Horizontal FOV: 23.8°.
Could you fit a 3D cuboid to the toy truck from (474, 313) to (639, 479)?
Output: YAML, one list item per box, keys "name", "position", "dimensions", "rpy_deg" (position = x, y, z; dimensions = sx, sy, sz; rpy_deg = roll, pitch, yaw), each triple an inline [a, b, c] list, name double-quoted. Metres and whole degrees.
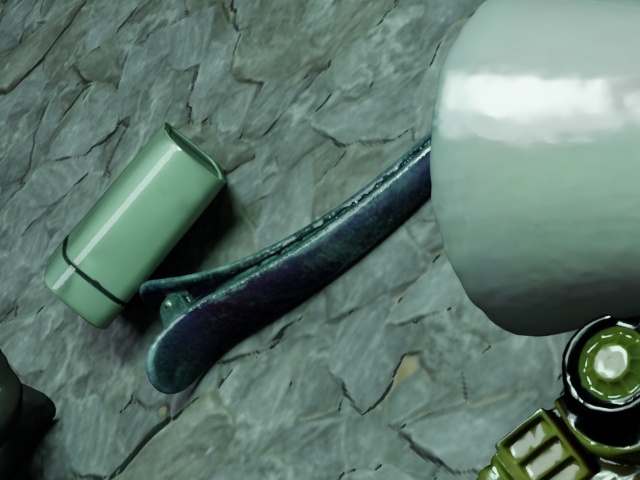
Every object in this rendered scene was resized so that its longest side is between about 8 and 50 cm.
- name: "toy truck"
  position: [0.095, 0.146, 0.654]
  dimensions: [0.257, 0.127, 0.127]
  rpy_deg: [-44, 52, 12]

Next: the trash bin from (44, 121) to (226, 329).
- name: "trash bin"
  position: [-0.128, -0.012, 1.050]
  dimensions: [0.130, 0.059, 0.116]
  rpy_deg: [-49, 13, 4]

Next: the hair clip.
- name: "hair clip"
  position: [0.000, 0.000, 0.946]
  dimensions: [0.275, 0.048, 0.083]
  rpy_deg: [-32, 38, 19]

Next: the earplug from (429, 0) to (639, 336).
- name: "earplug"
  position: [0.218, -0.039, 0.649]
  dimensions: [0.301, 0.172, 0.172]
  rpy_deg: [0, 61, 39]

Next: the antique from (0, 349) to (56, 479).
- name: "antique"
  position: [-0.328, 0.208, 1.021]
  dimensions: [0.322, 0.185, 0.255]
  rpy_deg: [-23, 39, 35]
